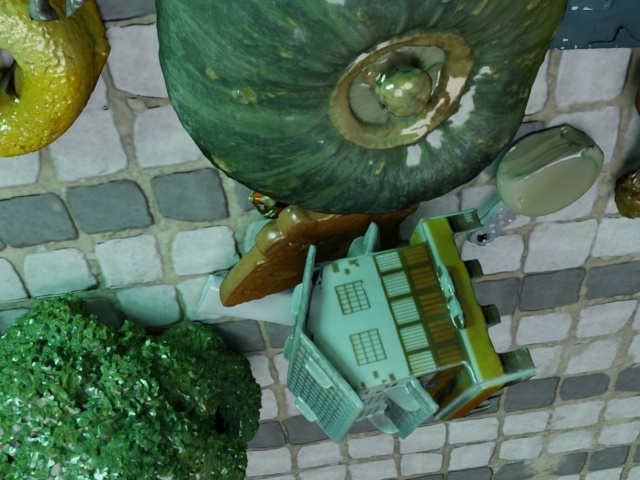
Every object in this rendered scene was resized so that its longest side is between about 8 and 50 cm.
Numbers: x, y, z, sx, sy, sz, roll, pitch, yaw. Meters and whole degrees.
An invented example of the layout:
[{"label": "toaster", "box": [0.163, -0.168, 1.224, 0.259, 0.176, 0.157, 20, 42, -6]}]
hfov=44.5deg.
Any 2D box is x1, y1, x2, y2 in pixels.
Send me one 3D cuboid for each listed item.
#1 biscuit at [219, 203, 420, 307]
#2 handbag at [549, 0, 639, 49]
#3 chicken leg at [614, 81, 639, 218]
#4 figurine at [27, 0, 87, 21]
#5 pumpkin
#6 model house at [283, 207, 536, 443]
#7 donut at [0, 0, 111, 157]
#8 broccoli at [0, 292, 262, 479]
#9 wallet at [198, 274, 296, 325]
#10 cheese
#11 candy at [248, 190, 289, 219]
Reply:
[{"label": "biscuit", "box": [0.000, 0.000, 0.834, 0.280, 0.043, 0.183, -28, 153, 27]}, {"label": "handbag", "box": [0.262, -0.261, 0.621, 0.179, 0.062, 0.229, -2, 136, -3]}, {"label": "chicken leg", "box": [0.354, -0.108, 0.779, 0.107, 0.087, 0.252, 4, 143, 3]}, {"label": "figurine", "box": [-0.206, -0.275, 0.450, 0.196, 0.175, 0.265, 16, 124, -18]}, {"label": "pumpkin", "box": [0.034, -0.185, 0.514, 0.291, 0.257, 0.328, -3, 139, -26]}, {"label": "model house", "box": [0.072, 0.102, 0.824, 0.215, 0.199, 0.224, -11, 160, -10]}, {"label": "donut", "box": [-0.270, -0.145, 0.639, 0.190, 0.075, 0.174, -30, 133, 21]}, {"label": "broccoli", "box": [-0.259, 0.242, 0.891, 0.413, 0.310, 0.321, -43, 144, -15]}, {"label": "wallet", "box": [-0.080, 0.073, 0.933, 0.122, 0.025, 0.061, 10, 132, -20]}, {"label": "cheese", "box": [0.218, -0.055, 0.833, 0.171, 0.048, 0.092, -32, 131, 23]}, {"label": "candy", "box": [0.017, -0.060, 0.807, 0.184, 0.049, 0.055, -11, 174, -10]}]
